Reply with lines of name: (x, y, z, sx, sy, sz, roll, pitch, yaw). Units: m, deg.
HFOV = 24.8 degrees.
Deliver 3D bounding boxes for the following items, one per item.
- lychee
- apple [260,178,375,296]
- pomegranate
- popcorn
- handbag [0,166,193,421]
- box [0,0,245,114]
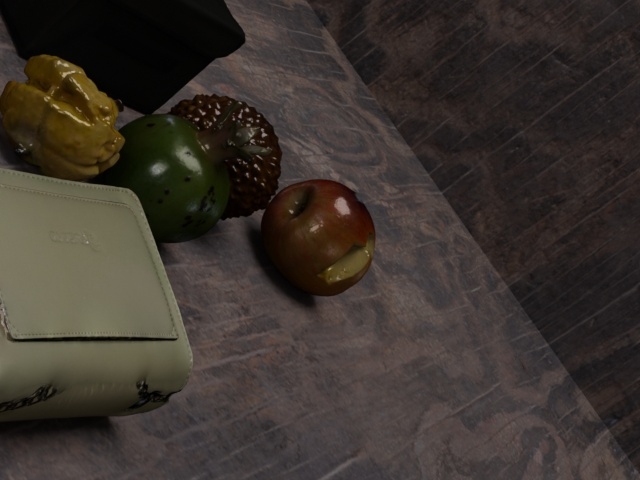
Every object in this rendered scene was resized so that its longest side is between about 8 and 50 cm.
lychee: (-0.144, -0.119, 2.158, 0.238, 0.200, 0.200, 42, 20, -40)
apple: (0.000, 0.000, 2.339, 0.199, 0.199, 0.199, 47, 18, -20)
pomegranate: (-0.181, -0.100, 1.966, 0.181, 0.224, 0.181, 56, 12, -19)
popcorn: (-0.325, -0.153, 1.829, 0.152, 0.148, 0.167, -48, 116, -48)
handbag: (-0.291, 0.067, 1.458, 0.237, 0.160, 0.358, 64, 20, 15)
box: (-0.319, -0.380, 2.189, 0.345, 0.204, 0.251, 23, 34, -59)
